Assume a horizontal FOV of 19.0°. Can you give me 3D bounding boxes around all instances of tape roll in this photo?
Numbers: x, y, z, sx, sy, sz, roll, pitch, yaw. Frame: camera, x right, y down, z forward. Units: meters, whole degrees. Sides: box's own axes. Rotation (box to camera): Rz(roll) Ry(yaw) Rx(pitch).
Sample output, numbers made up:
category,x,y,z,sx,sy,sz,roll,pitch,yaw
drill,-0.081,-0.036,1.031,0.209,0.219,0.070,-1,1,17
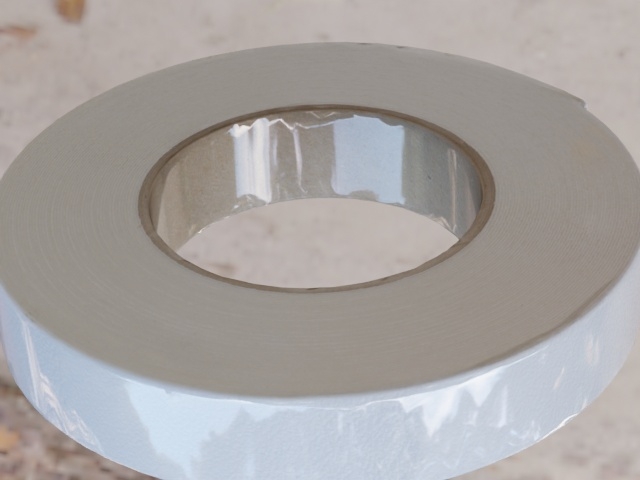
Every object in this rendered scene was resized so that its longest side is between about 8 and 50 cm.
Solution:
category,x,y,z,sx,sy,sz,roll,pitch,yaw
tape roll,0.000,0.000,1.128,0.392,0.392,0.072,3,124,10
